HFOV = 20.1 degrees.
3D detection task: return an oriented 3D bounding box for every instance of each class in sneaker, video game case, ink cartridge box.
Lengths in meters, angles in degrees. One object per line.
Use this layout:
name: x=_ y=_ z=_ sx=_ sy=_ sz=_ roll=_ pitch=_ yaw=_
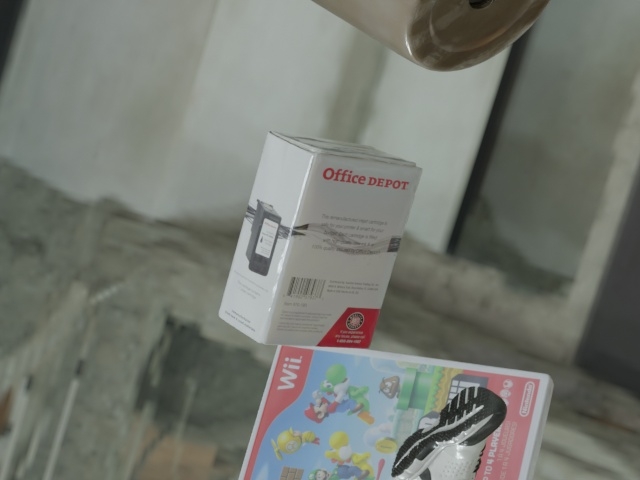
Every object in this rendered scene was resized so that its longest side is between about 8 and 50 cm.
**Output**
sneaker: x=0.091 y=0.130 z=1.160 sx=0.043 sy=0.109 sz=0.040 roll=31 pitch=-131 yaw=-13
video game case: x=0.067 y=0.206 z=1.753 sx=0.285 sy=0.204 sz=0.025 roll=6 pitch=155 yaw=21
ink cartridge box: x=0.000 y=0.000 z=1.351 sx=0.109 sy=0.150 sz=0.063 roll=6 pitch=-165 yaw=-40

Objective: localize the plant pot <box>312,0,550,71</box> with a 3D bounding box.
plant pot: x=0.092 y=-0.327 z=1.810 sx=0.323 sy=0.323 sz=0.280 roll=8 pitch=-144 yaw=-50
